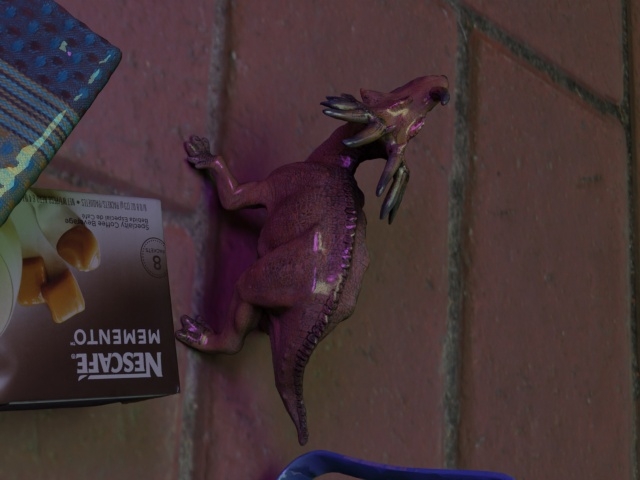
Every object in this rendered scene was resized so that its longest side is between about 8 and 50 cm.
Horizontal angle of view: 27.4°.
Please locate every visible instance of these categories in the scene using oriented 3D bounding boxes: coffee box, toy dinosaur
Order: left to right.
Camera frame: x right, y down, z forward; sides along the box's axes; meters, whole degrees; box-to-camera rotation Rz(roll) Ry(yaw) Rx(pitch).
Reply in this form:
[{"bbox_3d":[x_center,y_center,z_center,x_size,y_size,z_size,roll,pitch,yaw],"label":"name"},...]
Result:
[{"bbox_3d":[-0.218,0.040,0.831,0.246,0.098,0.141,5,75,-47],"label":"coffee box"},{"bbox_3d":[0.000,0.000,1.010,0.127,0.200,0.296,22,64,-43],"label":"toy dinosaur"}]

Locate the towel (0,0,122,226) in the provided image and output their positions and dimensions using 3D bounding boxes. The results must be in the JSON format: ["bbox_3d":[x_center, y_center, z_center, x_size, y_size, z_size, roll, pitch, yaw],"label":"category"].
[{"bbox_3d":[-0.309,-0.044,0.689,0.271,0.040,0.370,37,63,-11],"label":"towel"}]

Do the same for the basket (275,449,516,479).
[{"bbox_3d":[-0.008,0.267,0.889,0.289,0.254,0.201,-49,114,-31],"label":"basket"}]
